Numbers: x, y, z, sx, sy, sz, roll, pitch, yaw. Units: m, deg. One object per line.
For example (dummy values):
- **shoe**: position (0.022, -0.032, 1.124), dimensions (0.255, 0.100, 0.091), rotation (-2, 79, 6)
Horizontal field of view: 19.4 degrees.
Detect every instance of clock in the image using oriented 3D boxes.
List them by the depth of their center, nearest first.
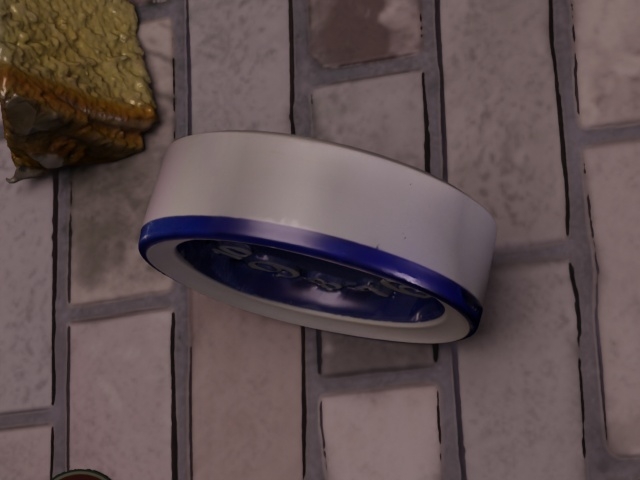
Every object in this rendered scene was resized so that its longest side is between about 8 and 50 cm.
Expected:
- **clock**: position (0.000, 0.000, 1.237), dimensions (0.230, 0.230, 0.083), rotation (10, 76, 23)

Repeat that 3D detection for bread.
- **bread**: position (-0.200, -0.134, 1.403), dimensions (0.127, 0.152, 0.147), rotation (-13, 70, 6)

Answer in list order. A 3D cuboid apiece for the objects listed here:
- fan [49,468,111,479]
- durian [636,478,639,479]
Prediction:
- **fan**: position (-0.190, 0.229, 1.365), dimensions (0.085, 0.005, 0.133), rotation (31, 86, 25)
- **durian**: position (0.284, 0.221, 1.066), dimensions (0.291, 0.224, 0.291), rotation (-8, 66, 19)
